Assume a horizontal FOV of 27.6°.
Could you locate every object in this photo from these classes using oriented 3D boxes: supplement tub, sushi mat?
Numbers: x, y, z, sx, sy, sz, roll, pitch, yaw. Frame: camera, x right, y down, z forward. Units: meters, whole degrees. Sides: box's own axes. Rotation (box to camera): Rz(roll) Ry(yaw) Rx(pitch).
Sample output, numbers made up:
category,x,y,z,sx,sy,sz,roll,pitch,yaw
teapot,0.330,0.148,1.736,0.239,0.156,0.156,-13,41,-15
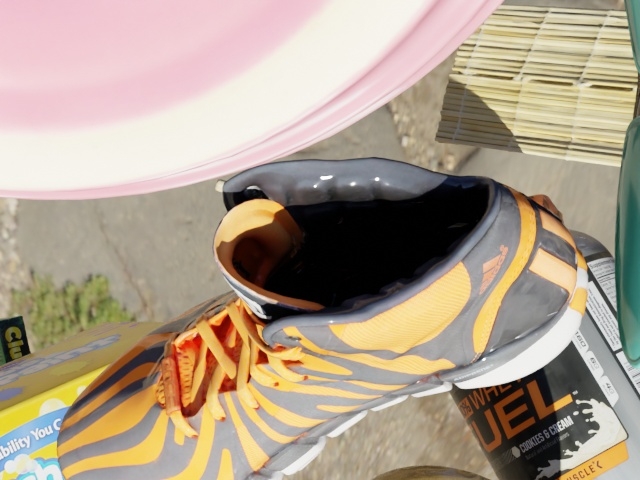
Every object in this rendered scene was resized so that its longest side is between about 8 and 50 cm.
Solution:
category,x,y,z,sx,sy,sz,roll,pitch,yaw
supplement tub,0.221,0.129,1.177,0.193,0.193,0.316,-27,74,-10
sushi mat,0.247,-0.144,1.201,0.316,0.019,0.151,13,83,43

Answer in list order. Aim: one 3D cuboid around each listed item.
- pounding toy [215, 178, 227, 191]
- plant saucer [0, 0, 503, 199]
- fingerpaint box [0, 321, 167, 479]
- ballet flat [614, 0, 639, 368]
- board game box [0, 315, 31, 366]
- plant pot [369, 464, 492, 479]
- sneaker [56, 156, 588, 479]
category,x,y,z,sx,sy,sz,roll,pitch,yaw
pounding toy,0.000,0.000,1.132,0.130,0.100,0.141,-24,51,-17
plant saucer,-0.078,-0.135,0.319,0.332,0.332,0.084,-1,39,-2
fingerpaint box,-0.249,0.303,0.926,0.444,0.163,0.371,-21,101,-37
ballet flat,0.239,-0.086,0.783,0.123,0.123,0.349,-4,99,-3
board game box,-0.325,0.144,1.216,0.030,0.259,0.136,-11,91,-36
plant pot,0.105,0.280,0.986,0.236,0.236,0.032,39,37,12
sneaker,-0.035,0.042,0.664,0.321,0.180,0.125,-28,62,17
